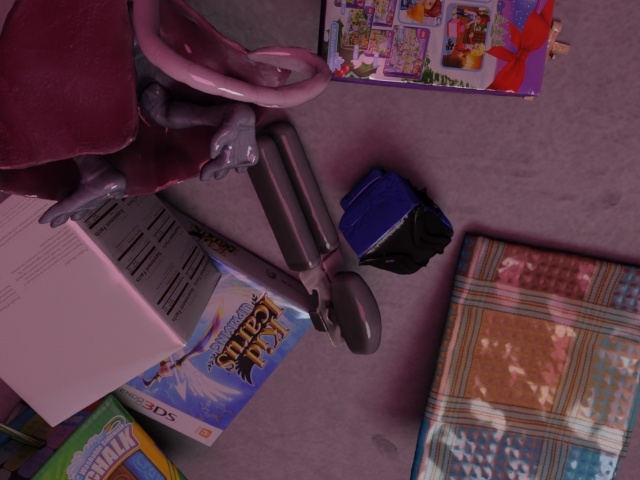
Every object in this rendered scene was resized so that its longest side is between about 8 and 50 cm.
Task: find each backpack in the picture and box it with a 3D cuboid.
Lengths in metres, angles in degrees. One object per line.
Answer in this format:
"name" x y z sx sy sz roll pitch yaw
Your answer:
"backpack" 0.089 -0.022 0.693 0.098 0.101 0.120 -40 143 21

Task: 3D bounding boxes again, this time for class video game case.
"video game case" -0.175 0.116 0.788 0.244 0.061 0.269 31 113 -15

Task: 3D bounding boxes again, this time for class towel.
"towel" 0.269 0.195 0.766 0.271 0.040 0.370 10 96 -6

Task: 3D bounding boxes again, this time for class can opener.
"can opener" 0.000 0.000 0.701 0.093 0.074 0.280 -9 113 42

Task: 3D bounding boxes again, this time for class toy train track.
"toy train track" 0.236 -0.188 0.650 0.048 0.014 0.083 12 117 -5

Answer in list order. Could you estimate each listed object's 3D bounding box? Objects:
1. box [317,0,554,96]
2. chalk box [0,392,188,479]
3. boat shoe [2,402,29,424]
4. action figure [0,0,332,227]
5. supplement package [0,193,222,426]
"box" 0.107 -0.280 0.529 0.201 0.057 0.293 4 102 -6
"chalk box" -0.325 0.307 0.791 0.180 0.179 0.289 -5 124 43
"boat shoe" -0.470 0.334 0.892 0.076 0.083 0.226 38 111 -16
"action figure" -0.198 -0.211 0.487 0.276 0.248 0.370 -27 78 48
"supplement package" -0.251 0.039 0.636 0.194 0.149 0.203 -32 107 18
